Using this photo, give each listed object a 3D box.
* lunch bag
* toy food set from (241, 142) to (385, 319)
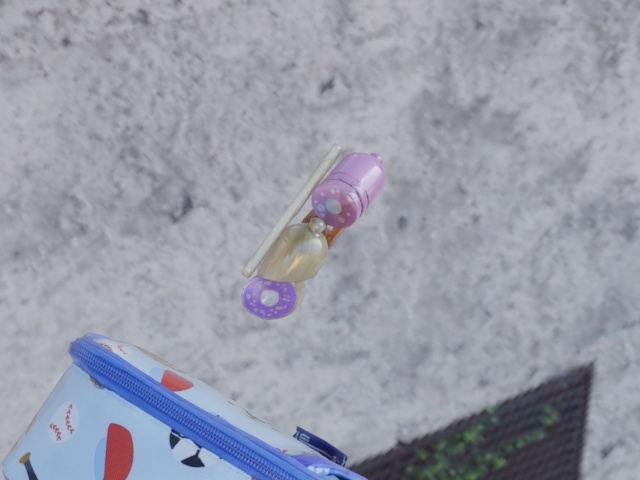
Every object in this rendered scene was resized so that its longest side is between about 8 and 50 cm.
[{"bbox_3d":[-0.022,0.169,0.821,0.115,0.243,0.303,-62,151,-7],"label":"lunch bag"},{"bbox_3d":[0.000,0.000,0.543,0.078,0.019,0.122,-54,174,-3],"label":"toy food set"}]
